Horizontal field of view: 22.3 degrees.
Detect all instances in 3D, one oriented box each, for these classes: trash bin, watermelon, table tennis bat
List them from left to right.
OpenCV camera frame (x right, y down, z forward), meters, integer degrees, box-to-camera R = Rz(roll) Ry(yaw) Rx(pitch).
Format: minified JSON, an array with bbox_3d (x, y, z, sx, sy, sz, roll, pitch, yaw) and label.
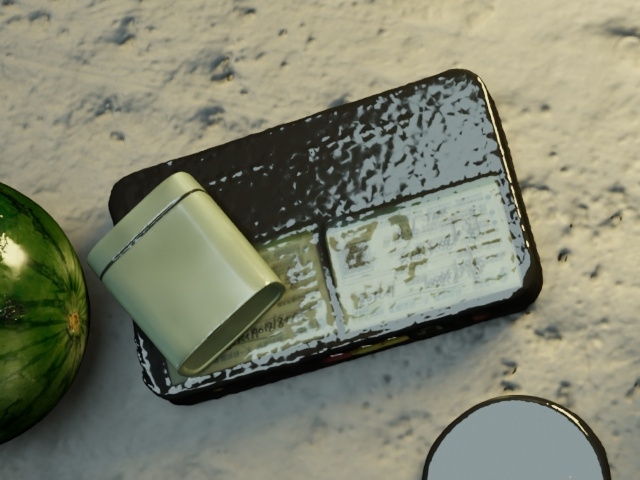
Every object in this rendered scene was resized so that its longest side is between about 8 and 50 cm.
[{"bbox_3d":[-0.314,0.060,1.360,0.242,0.242,0.242,-4,75,14],"label":"watermelon"},{"bbox_3d":[-0.112,0.028,1.350,0.116,0.059,0.130,-43,70,4],"label":"trash bin"},{"bbox_3d":[0.125,0.225,1.310,0.236,0.027,0.150,-38,70,2],"label":"table tennis bat"}]

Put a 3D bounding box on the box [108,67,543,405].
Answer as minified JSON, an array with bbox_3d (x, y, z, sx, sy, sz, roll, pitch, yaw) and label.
[{"bbox_3d":[0.000,0.000,1.386,0.350,0.058,0.211,-16,75,11],"label":"box"}]
